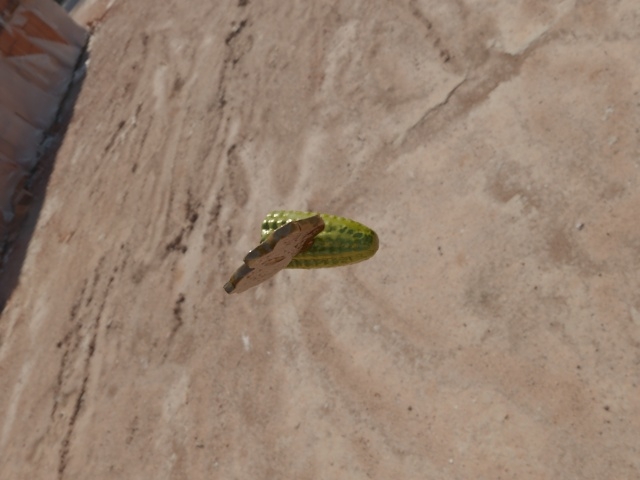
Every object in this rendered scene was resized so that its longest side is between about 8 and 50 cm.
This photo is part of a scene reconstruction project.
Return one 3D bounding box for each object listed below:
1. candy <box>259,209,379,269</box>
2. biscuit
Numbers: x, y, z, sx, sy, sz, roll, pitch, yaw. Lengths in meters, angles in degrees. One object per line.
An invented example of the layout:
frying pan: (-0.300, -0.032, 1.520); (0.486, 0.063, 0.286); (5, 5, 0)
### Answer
candy: (0.000, 0.000, 1.034); (0.198, 0.094, 0.106); (1, 28, 25)
biscuit: (-0.068, 0.019, 0.948); (0.133, 0.027, 0.184); (-24, -16, -37)
